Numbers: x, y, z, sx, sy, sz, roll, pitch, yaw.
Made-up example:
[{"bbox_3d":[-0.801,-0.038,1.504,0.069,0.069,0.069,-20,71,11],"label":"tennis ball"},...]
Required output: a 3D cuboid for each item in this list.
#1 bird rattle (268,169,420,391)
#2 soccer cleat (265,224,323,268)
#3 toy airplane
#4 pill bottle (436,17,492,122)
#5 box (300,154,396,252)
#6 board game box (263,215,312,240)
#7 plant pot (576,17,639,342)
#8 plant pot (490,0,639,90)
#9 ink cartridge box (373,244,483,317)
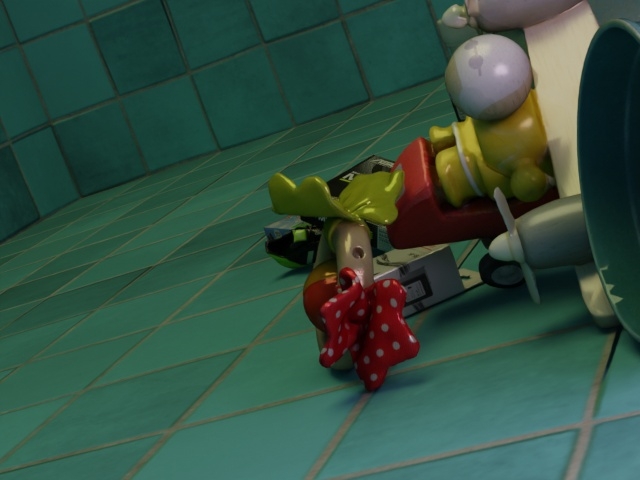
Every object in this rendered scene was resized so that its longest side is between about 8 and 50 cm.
[{"bbox_3d":[0.035,0.049,1.467,0.143,0.254,0.207,-8,-30,-13],"label":"bird rattle"},{"bbox_3d":[0.000,0.000,2.045,0.178,0.060,0.072,-19,-28,32],"label":"soccer cleat"},{"bbox_3d":[0.247,-0.128,1.444,0.386,0.272,0.384,25,83,51],"label":"toy airplane"},{"bbox_3d":[0.267,-0.195,1.961,0.162,0.279,0.162,-19,10,3],"label":"pill bottle"},{"bbox_3d":[0.099,-0.050,1.991,0.190,0.045,0.184,21,37,32],"label":"box"},{"bbox_3d":[0.016,-0.034,2.290,0.160,0.039,0.211,-25,10,-19],"label":"board game box"},{"bbox_3d":[0.377,-0.062,1.180,0.255,0.272,0.271,-7,9,-5],"label":"plant pot"},{"bbox_3d":[0.386,-0.196,1.695,0.334,0.341,0.341,-25,8,26],"label":"plant pot"},{"bbox_3d":[0.097,0.047,1.655,0.180,0.060,0.104,-23,10,-12],"label":"ink cartridge box"}]
